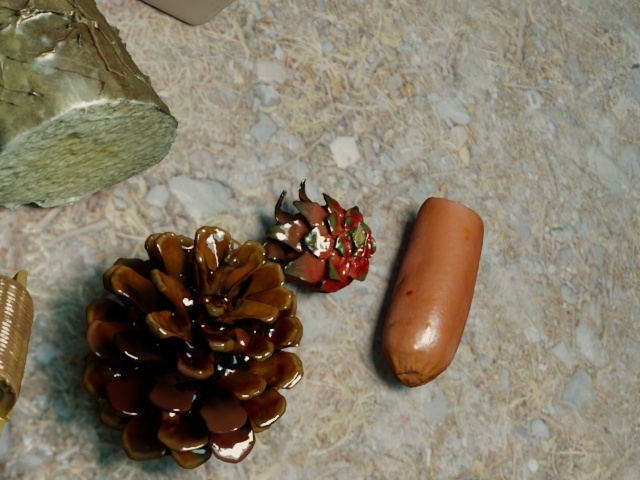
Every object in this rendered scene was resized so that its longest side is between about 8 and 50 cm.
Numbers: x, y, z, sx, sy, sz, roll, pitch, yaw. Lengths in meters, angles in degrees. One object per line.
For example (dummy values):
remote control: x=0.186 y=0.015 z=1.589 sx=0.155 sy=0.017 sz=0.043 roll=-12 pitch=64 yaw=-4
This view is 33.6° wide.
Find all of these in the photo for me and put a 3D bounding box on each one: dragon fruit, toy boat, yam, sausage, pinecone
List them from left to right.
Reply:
toy boat: x=-0.328 y=0.118 z=1.010 sx=0.089 sy=0.115 sz=0.310 roll=35 pitch=23 yaw=-26
yam: x=-0.320 y=-0.212 z=1.108 sx=0.241 sy=0.241 sz=0.348 roll=-29 pitch=89 yaw=-38
pinecone: x=-0.138 y=0.099 z=1.142 sx=0.264 sy=0.264 sz=0.264 roll=11 pitch=70 yaw=-33
dragon fruit: x=-0.002 y=0.006 z=1.344 sx=0.142 sy=0.121 sz=0.130 roll=25 pitch=27 yaw=0
sausage: x=0.152 y=0.074 z=1.438 sx=0.113 sy=0.113 sz=0.259 roll=31 pitch=60 yaw=-25

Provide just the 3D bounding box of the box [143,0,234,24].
box: x=-0.232 y=-0.346 z=1.263 sx=0.285 sy=0.142 sz=0.044 roll=23 pitch=65 yaw=-29
